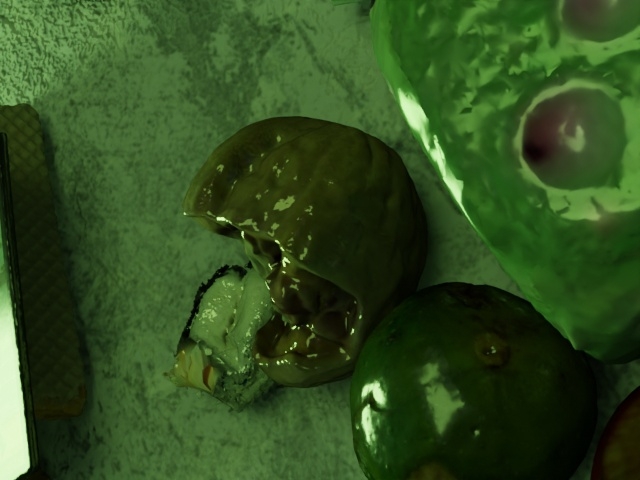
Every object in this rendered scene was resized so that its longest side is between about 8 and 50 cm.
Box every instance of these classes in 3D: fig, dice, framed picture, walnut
[{"bbox_3d":[0.105,0.149,1.185,0.245,0.195,0.195,-53,48,48],"label":"fig"},{"bbox_3d":[0.252,-0.114,1.073,0.322,0.318,0.330,-34,66,15],"label":"dice"},{"bbox_3d":[-0.358,0.099,1.463,0.265,0.016,0.347,-33,59,47],"label":"framed picture"},{"bbox_3d":[0.011,-0.001,1.263,0.204,0.141,0.238,-29,98,-21],"label":"walnut"}]

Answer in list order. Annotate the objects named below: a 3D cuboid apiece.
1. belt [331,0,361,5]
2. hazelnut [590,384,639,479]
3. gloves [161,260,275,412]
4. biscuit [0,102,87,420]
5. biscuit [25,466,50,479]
[{"bbox_3d":[0.046,-0.372,1.428,0.072,0.087,0.302,-4,72,25],"label":"belt"},{"bbox_3d":[0.313,0.194,1.016,0.251,0.217,0.217,5,76,26],"label":"hazelnut"},{"bbox_3d":[-0.072,0.081,1.358,0.114,0.070,0.153,19,77,42],"label":"gloves"},{"bbox_3d":[-0.314,0.009,1.506,0.054,0.094,0.379,-42,53,42],"label":"biscuit"},{"bbox_3d":[-0.400,0.289,1.513,0.232,0.013,0.237,34,91,33],"label":"biscuit"}]
